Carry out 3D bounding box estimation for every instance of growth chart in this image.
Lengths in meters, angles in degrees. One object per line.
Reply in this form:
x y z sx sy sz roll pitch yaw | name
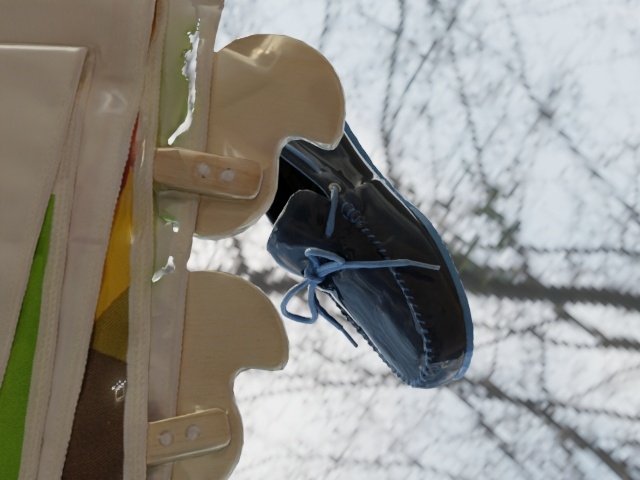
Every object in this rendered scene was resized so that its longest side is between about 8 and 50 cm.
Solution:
-0.093 0.028 0.378 0.172 0.021 0.237 12 -108 15 | growth chart

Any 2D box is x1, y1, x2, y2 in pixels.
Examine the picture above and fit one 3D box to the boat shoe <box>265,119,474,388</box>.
0.000 0.000 1.236 0.089 0.109 0.258 -10 -135 -33 | boat shoe
